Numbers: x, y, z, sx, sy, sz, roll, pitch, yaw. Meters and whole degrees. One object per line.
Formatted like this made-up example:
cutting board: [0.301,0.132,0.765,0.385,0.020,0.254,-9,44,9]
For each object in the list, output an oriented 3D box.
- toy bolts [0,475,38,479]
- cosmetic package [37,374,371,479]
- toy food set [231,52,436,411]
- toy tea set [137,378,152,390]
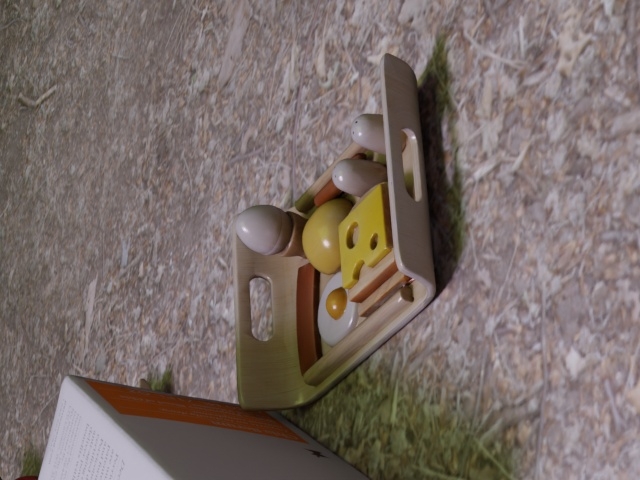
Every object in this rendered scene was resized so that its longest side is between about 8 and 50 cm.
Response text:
toy bolts: [-0.477,0.436,2.143,0.218,0.158,0.229,22,99,64]
cosmetic package: [-0.075,0.258,1.309,0.453,0.230,0.162,23,100,63]
toy food set: [0.000,0.000,1.423,0.306,0.092,0.220,-46,40,49]
toy tea set: [-0.211,0.317,1.746,0.200,0.124,0.336,82,-172,-75]
